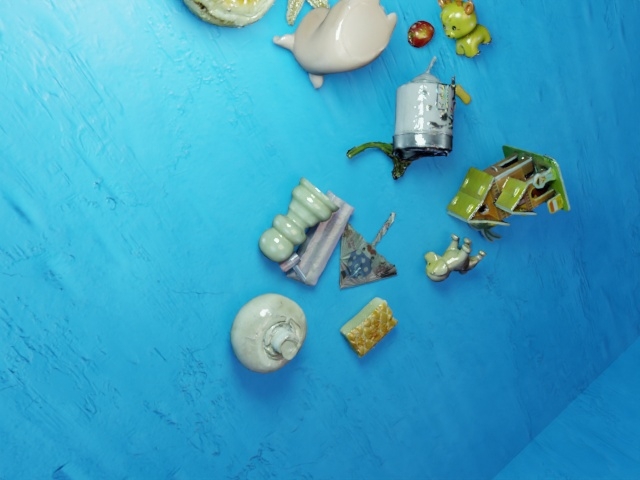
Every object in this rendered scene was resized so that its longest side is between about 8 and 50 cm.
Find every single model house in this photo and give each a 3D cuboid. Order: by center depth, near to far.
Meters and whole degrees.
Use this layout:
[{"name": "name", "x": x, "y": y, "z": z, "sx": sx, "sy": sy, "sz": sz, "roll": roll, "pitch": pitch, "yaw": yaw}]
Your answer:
[{"name": "model house", "x": 0.636, "y": -0.100, "z": 2.134, "sx": 0.324, "sy": 0.300, "sz": 0.340, "roll": -29, "pitch": 116, "yaw": -7}]

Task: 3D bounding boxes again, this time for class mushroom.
[{"name": "mushroom", "x": -0.143, "y": 0.283, "z": 1.861, "sx": 0.246, "sy": 0.202, "sz": 0.246, "roll": -12, "pitch": 109, "yaw": -37}]

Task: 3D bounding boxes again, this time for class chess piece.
[{"name": "chess piece", "x": -0.077, "y": -0.045, "z": 1.815, "sx": 0.251, "sy": 0.144, "sz": 0.144, "roll": -51, "pitch": 126, "yaw": 1}]

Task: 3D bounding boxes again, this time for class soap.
[{"name": "soap", "x": 0.468, "y": -0.482, "z": 2.043, "sx": 0.089, "sy": 0.012, "sz": 0.034, "roll": 35, "pitch": 89, "yaw": -36}]

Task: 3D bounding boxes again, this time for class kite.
[{"name": "kite", "x": 0.161, "y": 0.039, "z": 2.063, "sx": 0.335, "sy": 0.011, "sz": 0.314, "roll": 40, "pitch": 85, "yaw": -37}]

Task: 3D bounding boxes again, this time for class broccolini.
[{"name": "broccolini", "x": 0.184, "y": -0.248, "z": 1.933, "sx": 0.271, "sy": 0.062, "sz": 0.123, "roll": -6, "pitch": 96, "yaw": -35}]

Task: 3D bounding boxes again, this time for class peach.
[{"name": "peach", "x": 0.309, "y": -0.624, "z": 1.870, "sx": 0.083, "sy": 0.050, "sz": 0.077, "roll": -21, "pitch": 119, "yaw": -28}]

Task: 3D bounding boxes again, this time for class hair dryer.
[{"name": "hair dryer", "x": -0.074, "y": 0.094, "z": 1.874, "sx": 0.063, "sy": 0.037, "sz": 0.114, "roll": -36, "pitch": 118, "yaw": -5}]

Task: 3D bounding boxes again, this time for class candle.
[{"name": "candle", "x": 0.315, "y": -0.406, "z": 1.869, "sx": 0.187, "sy": 0.187, "sz": 0.330, "roll": 4, "pitch": 89, "yaw": -32}]

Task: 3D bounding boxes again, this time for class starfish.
[{"name": "starfish", "x": -0.032, "y": -0.682, "z": 1.632, "sx": 0.216, "sy": 0.071, "sz": 0.238, "roll": 25, "pitch": 101, "yaw": -30}]

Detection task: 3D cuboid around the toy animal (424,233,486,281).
[{"name": "toy animal", "x": 0.475, "y": 0.065, "z": 2.204, "sx": 0.233, "sy": 0.121, "sz": 0.168, "roll": -3, "pitch": 127, "yaw": -41}]

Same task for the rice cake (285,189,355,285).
[{"name": "rice cake", "x": 0.002, "y": -0.001, "z": 1.925, "sx": 0.106, "sy": 0.050, "sz": 0.298, "roll": 25, "pitch": 94, "yaw": -36}]

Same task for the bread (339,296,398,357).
[{"name": "bread", "x": 0.168, "y": 0.296, "z": 2.132, "sx": 0.188, "sy": 0.068, "sz": 0.125, "roll": -40, "pitch": 124, "yaw": -12}]

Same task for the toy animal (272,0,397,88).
[{"name": "toy animal", "x": 0.040, "y": -0.537, "z": 1.620, "sx": 0.195, "sy": 0.256, "sz": 0.213, "roll": 41, "pitch": 74, "yaw": -32}]

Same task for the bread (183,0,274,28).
[{"name": "bread", "x": -0.225, "y": -0.662, "z": 1.463, "sx": 0.305, "sy": 0.159, "sz": 0.305, "roll": -14, "pitch": 116, "yaw": -30}]

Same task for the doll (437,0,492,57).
[{"name": "doll", "x": 0.434, "y": -0.666, "z": 1.880, "sx": 0.135, "sy": 0.143, "sz": 0.221, "roll": -46, "pitch": 132, "yaw": -6}]
